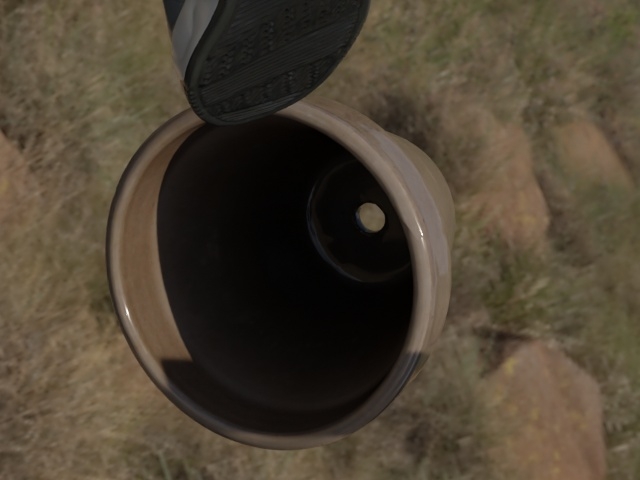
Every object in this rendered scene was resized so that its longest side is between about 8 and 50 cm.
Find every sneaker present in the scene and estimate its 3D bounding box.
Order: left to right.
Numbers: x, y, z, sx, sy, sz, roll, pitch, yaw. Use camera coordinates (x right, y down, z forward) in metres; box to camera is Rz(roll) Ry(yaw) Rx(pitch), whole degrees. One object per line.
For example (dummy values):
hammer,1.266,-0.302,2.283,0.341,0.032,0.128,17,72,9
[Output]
sneaker,-0.060,-0.196,0.673,0.124,0.295,0.178,-20,67,-13

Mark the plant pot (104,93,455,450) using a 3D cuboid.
plant pot,0.000,0.000,1.032,0.263,0.263,0.229,64,28,-3
